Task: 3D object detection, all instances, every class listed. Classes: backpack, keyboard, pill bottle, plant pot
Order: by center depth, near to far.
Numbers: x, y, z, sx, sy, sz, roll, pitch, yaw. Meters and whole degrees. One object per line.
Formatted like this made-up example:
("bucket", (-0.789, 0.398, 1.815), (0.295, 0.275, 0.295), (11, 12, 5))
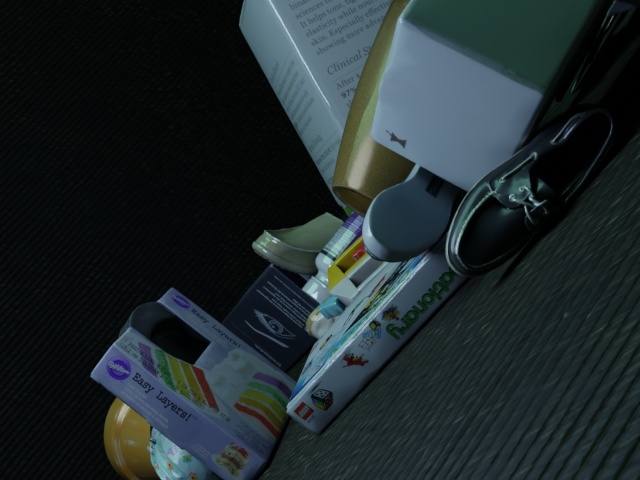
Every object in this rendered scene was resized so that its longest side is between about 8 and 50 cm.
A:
("plant pot", (0.128, -0.143, 1.275), (0.254, 0.237, 0.237), (-58, 5, -11))
("keyboard", (0.339, -0.270, 1.289), (0.192, 0.038, 0.100), (-56, -13, -37))
("backpack", (-0.180, 0.317, 1.458), (0.115, 0.152, 0.182), (-56, 16, -6))
("pill bottle", (0.061, 0.028, 1.589), (0.193, 0.108, 0.108), (-51, 3, -4))
("plant pot", (-0.240, 0.332, 1.679), (0.205, 0.205, 0.188), (-51, 19, -21))

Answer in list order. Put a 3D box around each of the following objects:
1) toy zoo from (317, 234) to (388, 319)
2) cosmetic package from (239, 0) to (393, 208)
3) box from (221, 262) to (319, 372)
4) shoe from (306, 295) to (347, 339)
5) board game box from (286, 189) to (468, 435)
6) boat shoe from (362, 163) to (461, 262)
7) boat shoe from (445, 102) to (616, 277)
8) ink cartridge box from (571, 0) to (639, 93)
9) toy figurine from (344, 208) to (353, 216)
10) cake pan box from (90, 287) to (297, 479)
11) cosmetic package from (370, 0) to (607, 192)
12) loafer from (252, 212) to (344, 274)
("toy zoo", (0.106, -0.001, 1.384), (0.293, 0.030, 0.192), (-43, 14, 1))
("cosmetic package", (0.102, -0.315, 1.698), (0.329, 0.393, 0.327), (-29, 0, -9))
("box", (-0.056, 0.117, 1.783), (0.207, 0.153, 0.108), (-46, 5, 42))
("shoe", (0.070, 0.071, 1.498), (0.058, 0.076, 0.219), (28, 72, 44))
("board game box", (0.086, 0.075, 1.178), (0.305, 0.053, 0.193), (-49, 4, 20))
("boat shoe", (0.095, -0.029, 1.098), (0.076, 0.080, 0.228), (-54, 0, 38))
("boat shoe", (0.195, -0.049, 0.922), (0.206, 0.075, 0.065), (-46, 0, -1))
("ink cartridge box", (0.470, -0.386, 1.259), (0.308, 0.091, 0.385), (-53, -13, -37))
("toy figurine", (0.149, -0.103, 2.184), (0.173, 0.130, 0.159), (-26, 12, -13))
("cake pan box", (-0.167, 0.196, 1.394), (0.070, 0.267, 0.246), (-52, 0, 17))
("cosmetic package", (0.239, -0.293, 1.071), (0.453, 0.162, 0.230), (-57, -9, -22))
("loafer", (0.000, 0.000, 1.675), (0.269, 0.102, 0.092), (3, -70, -45))
